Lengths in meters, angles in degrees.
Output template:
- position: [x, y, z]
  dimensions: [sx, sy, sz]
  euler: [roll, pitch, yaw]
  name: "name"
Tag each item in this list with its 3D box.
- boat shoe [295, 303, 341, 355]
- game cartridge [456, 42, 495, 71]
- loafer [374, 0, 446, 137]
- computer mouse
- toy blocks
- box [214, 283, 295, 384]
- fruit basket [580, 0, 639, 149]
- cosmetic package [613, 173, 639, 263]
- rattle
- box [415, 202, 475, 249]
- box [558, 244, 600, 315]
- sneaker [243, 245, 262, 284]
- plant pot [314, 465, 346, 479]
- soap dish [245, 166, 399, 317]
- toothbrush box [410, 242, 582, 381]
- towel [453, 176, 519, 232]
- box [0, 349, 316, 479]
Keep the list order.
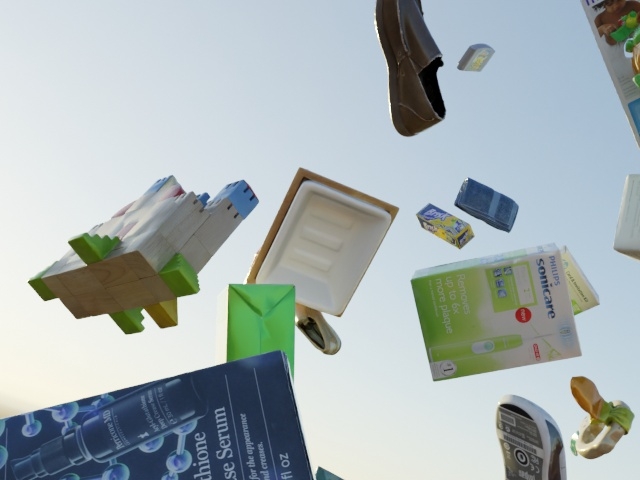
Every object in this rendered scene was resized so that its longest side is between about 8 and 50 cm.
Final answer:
- position: [-0.030, 0.174, 1.917]
  dimensions: [0.190, 0.068, 0.072]
  euler: [43, 15, 27]
  name: "boat shoe"
- position: [0.289, -0.338, 1.611]
  dimensions: [0.083, 0.056, 0.017]
  euler: [-11, 49, -50]
  name: "game cartridge"
- position: [0.219, -0.417, 1.932]
  dimensions: [0.130, 0.365, 0.134]
  euler: [-2, 14, 37]
  name: "loafer"
- position: [0.217, 0.233, 0.859]
  dimensions: [0.042, 0.193, 0.106]
  euler: [-21, 23, -30]
  name: "computer mouse"
- position: [-0.275, -0.006, 1.436]
  dimensions: [0.381, 0.261, 0.190]
  euler: [-14, -60, 43]
  name: "toy blocks"
- position: [-0.122, 0.219, 1.593]
  dimensions: [0.127, 0.261, 0.231]
  euler: [3, -9, -12]
  name: "box"
- position: [0.615, -0.369, 1.440]
  dimensions: [0.327, 0.353, 0.165]
  euler: [-24, -6, 35]
  name: "fruit basket"
- position: [0.747, -0.015, 1.532]
  dimensions: [0.385, 0.156, 0.217]
  euler: [4, -12, 46]
  name: "cosmetic package"
- position: [0.474, 0.327, 1.613]
  dimensions: [0.143, 0.130, 0.199]
  euler: [24, -9, -3]
  name: "rattle"
- position: [0.337, -0.041, 2.374]
  dimensions: [0.169, 0.059, 0.054]
  euler: [34, -22, 49]
  name: "box"
- position: [0.467, 0.111, 1.833]
  dimensions: [0.186, 0.038, 0.145]
  euler: [-29, -71, 25]
  name: "box"
- position: [-0.143, 0.071, 2.222]
  dimensions: [0.116, 0.314, 0.136]
  euler: [46, 35, 19]
  name: "sneaker"
- position: [0.017, 0.605, 1.766]
  dimensions: [0.166, 0.234, 0.165]
  euler: [26, -15, 9]
  name: "plant pot"
- position: [0.000, 0.000, 1.850]
  dimensions: [0.229, 0.290, 0.118]
  euler: [21, 24, -13]
  name: "soap dish"
- position: [0.334, 0.136, 1.672]
  dimensions: [0.283, 0.206, 0.122]
  euler: [-11, 5, 11]
  name: "toothbrush box"
- position: [0.313, -0.067, 1.631]
  dimensions: [0.119, 0.067, 0.029]
  euler: [25, -16, -11]
  name: "towel"
- position: [-0.193, 0.348, 1.067]
  dimensions: [0.396, 0.293, 0.212]
  euler: [-14, -42, -4]
  name: "box"
